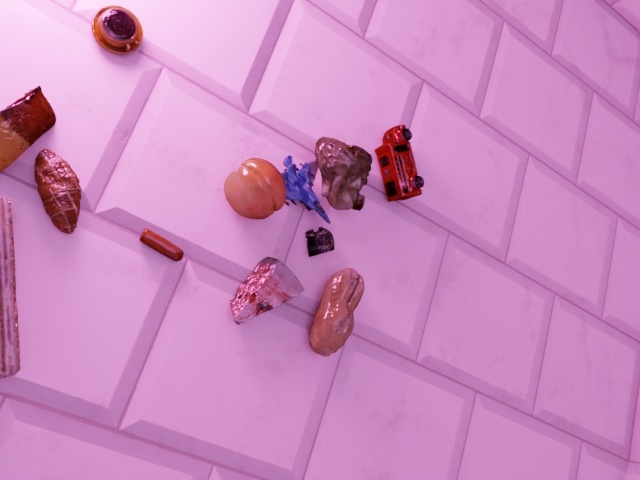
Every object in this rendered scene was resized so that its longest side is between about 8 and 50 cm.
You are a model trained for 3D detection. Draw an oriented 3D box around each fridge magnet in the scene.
[{"bbox_3d":[-0.572,-0.597,1.809,0.143,0.063,0.143,4,82,-29],"label":"fridge magnet"}]

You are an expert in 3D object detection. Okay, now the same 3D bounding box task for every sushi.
[{"bbox_3d":[0.000,0.000,2.027,0.083,0.056,0.085,-14,88,-31],"label":"sushi"}]

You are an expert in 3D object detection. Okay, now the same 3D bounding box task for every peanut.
[{"bbox_3d":[0.051,0.217,1.976,0.130,0.130,0.290,29,66,-22],"label":"peanut"}]

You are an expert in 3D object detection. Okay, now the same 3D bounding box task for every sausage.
[{"bbox_3d":[-0.440,0.015,1.780,0.131,0.041,0.039,35,60,-20],"label":"sausage"}]

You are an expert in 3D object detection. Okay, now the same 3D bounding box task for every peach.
[{"bbox_3d":[-0.187,-0.148,1.883,0.184,0.184,0.184,6,78,-29],"label":"peach"}]

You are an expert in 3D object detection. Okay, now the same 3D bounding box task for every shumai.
[{"bbox_3d":[0.063,-0.208,2.040,0.189,0.256,0.218,12,95,14],"label":"shumai"}]

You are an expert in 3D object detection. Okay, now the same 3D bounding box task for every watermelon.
[{"bbox_3d":[-0.175,0.160,1.889,0.241,0.094,0.154,-41,94,-27],"label":"watermelon"}]

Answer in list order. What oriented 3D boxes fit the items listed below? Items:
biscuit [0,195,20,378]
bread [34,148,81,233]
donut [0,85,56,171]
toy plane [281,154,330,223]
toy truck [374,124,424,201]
[{"bbox_3d":[-0.766,0.113,1.518,0.078,0.144,0.426,-3,83,-31],"label":"biscuit"},{"bbox_3d":[-0.673,-0.132,1.657,0.104,0.076,0.233,-16,90,-29],"label":"bread"},{"bbox_3d":[-0.760,-0.277,1.597,0.112,0.151,0.295,48,61,-25],"label":"donut"},{"bbox_3d":[-0.052,-0.145,2.016,0.246,0.078,0.169,52,61,-19],"label":"toy plane"},{"bbox_3d":[0.262,-0.265,2.198,0.114,0.107,0.253,-13,87,-32],"label":"toy truck"}]
